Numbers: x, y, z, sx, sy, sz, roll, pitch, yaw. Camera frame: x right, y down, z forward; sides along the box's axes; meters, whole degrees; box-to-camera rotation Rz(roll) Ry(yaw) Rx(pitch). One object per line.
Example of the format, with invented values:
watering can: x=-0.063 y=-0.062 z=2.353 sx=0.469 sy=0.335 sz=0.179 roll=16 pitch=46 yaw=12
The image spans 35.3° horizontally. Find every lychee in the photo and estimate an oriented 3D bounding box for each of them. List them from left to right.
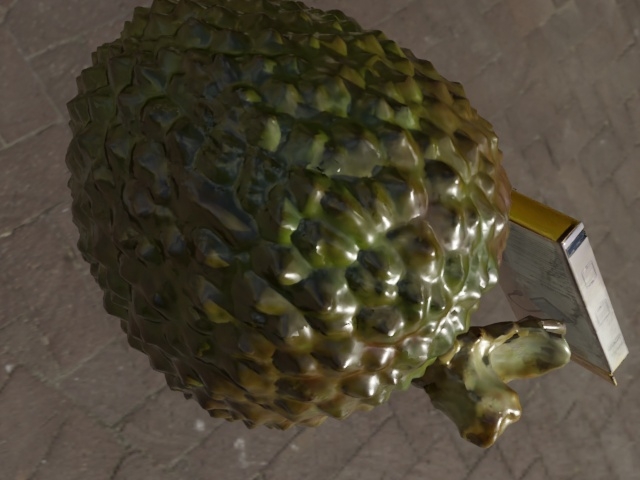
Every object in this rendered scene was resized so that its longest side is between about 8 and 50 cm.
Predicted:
lychee: x=-0.007 y=-0.009 z=0.615 sx=0.270 sy=0.270 sz=0.320 roll=-50 pitch=130 yaw=-40

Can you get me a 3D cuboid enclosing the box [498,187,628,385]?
box: x=0.216 y=0.040 z=0.955 sx=0.033 sy=0.129 sz=0.247 roll=-47 pitch=137 yaw=-13
